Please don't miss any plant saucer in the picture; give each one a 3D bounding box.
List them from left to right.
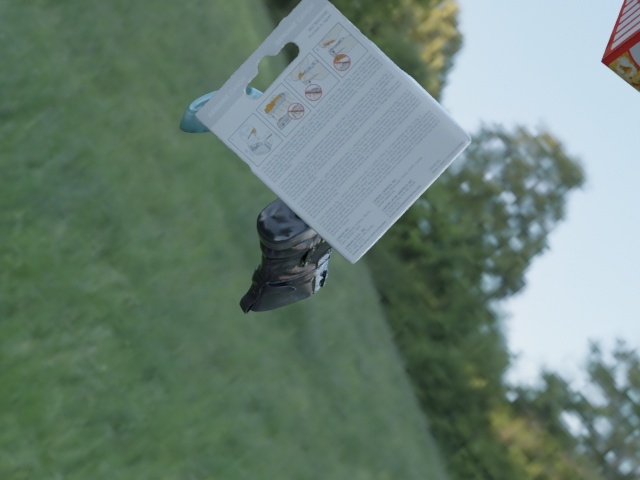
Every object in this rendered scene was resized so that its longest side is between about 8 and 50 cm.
[{"bbox_3d":[-0.122,-0.168,1.679,0.119,0.119,0.021,-139,-149,-64],"label":"plant saucer"}]

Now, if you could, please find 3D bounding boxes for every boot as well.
[{"bbox_3d":[0.000,0.000,1.970,0.091,0.263,0.229,60,-19,26],"label":"boot"}]

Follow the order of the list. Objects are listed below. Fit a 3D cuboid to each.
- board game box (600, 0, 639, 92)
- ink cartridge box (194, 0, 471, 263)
[{"bbox_3d":[0.289,-0.205,0.930,0.045,0.147,0.193,35,-37,-12],"label":"board game box"},{"bbox_3d":[0.014,-0.115,1.363,0.224,0.181,0.056,43,8,-9],"label":"ink cartridge box"}]
